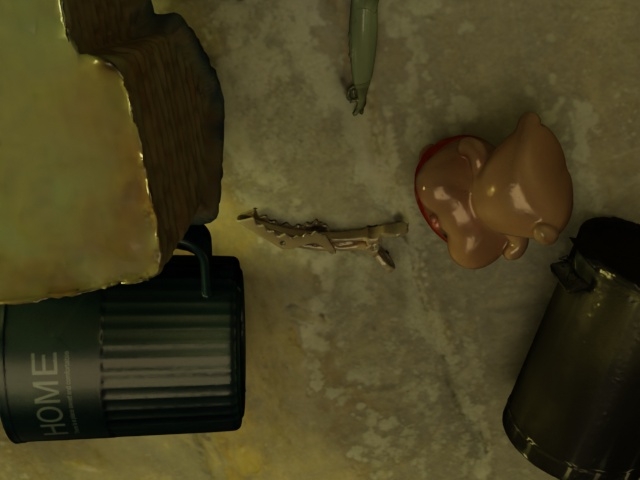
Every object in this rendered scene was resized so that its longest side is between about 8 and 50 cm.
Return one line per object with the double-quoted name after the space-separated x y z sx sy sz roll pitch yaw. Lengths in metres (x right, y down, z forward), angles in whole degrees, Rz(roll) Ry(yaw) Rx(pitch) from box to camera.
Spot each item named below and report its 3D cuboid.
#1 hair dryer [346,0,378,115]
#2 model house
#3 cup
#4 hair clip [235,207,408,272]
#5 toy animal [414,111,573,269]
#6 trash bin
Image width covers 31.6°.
0.009 -0.247 1.344 0.206 0.075 0.237 -5 127 10 "hair dryer"
-0.333 -0.196 1.200 0.394 0.400 0.446 -7 108 13 "model house"
-0.243 0.104 1.440 0.292 0.242 0.308 0 101 -2 "cup"
0.000 0.000 1.487 0.225 0.034 0.072 5 120 -2 "hair clip"
0.204 -0.060 1.381 0.197 0.171 0.171 -13 126 48 "toy animal"
0.381 0.145 1.478 0.252 0.203 0.302 3 120 -23 "trash bin"
